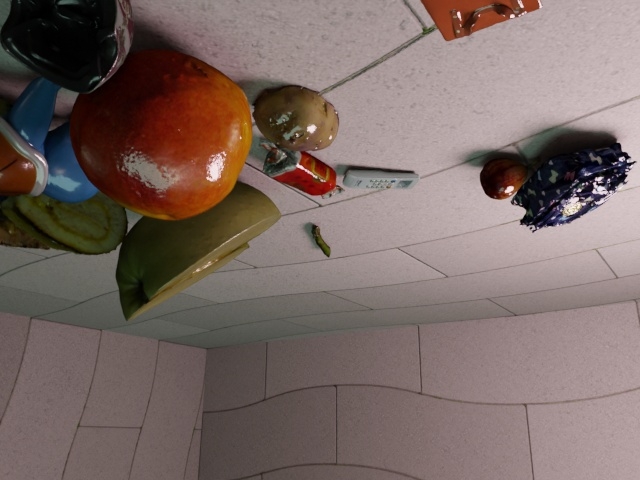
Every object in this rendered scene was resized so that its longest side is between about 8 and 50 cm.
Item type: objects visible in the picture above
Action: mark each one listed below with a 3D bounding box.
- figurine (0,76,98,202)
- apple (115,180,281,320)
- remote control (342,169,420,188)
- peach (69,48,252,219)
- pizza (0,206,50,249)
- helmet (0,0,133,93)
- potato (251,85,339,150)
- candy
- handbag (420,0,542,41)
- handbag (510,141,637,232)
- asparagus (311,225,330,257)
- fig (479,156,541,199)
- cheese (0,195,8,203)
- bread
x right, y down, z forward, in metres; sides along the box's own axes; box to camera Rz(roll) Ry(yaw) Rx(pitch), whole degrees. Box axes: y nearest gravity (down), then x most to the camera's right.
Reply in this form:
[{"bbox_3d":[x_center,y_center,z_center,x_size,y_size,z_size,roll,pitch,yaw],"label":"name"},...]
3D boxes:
[{"bbox_3d":[-0.564,-0.174,0.956,0.416,0.243,0.298,-8,162,-43],"label":"figurine"},{"bbox_3d":[-0.274,0.029,1.288,0.312,0.320,0.360,21,-144,33],"label":"apple"},{"bbox_3d":[0.132,-0.135,1.278,0.162,0.029,0.061,0,164,-13],"label":"remote control"},{"bbox_3d":[-0.233,-0.165,0.882,0.281,0.238,0.281,-20,145,-15],"label":"peach"},{"bbox_3d":[-0.834,-0.070,1.300,0.392,0.080,0.435,18,174,-4],"label":"pizza"},{"bbox_3d":[-0.298,-0.280,0.724,0.153,0.107,0.177,27,118,4],"label":"helmet"},{"bbox_3d":[-0.027,-0.196,1.007,0.172,0.089,0.100,12,156,-27],"label":"potato"},{"bbox_3d":[-0.038,-0.143,1.212,0.086,0.059,0.292,-14,157,33],"label":"candy"},{"bbox_3d":[0.172,-0.323,0.681,0.127,0.062,0.190,-11,155,30],"label":"handbag"},{"bbox_3d":[0.513,-0.107,1.197,0.162,0.113,0.260,-15,160,-17],"label":"handbag"},{"bbox_3d":[0.000,0.001,1.676,0.034,0.027,0.236,17,164,16],"label":"asparagus"},{"bbox_3d":[0.397,-0.136,1.208,0.125,0.089,0.089,-17,162,-6],"label":"fig"},{"bbox_3d":[-0.642,-0.088,1.400,0.245,0.052,0.135,8,157,-18],"label":"cheese"},{"bbox_3d":[-0.540,-0.070,1.258,0.257,0.186,0.124,20,166,-21],"label":"bread"}]
